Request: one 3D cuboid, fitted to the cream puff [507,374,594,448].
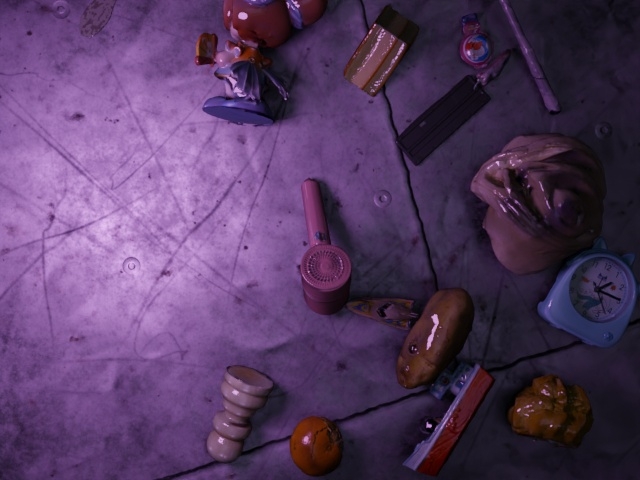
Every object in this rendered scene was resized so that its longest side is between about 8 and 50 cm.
[{"bbox_3d":[0.611,0.446,1.874,0.220,0.194,0.195,14,90,-8],"label":"cream puff"}]

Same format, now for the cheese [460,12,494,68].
[{"bbox_3d":[0.415,-0.533,1.905,0.095,0.038,0.145,-15,93,-3],"label":"cheese"}]

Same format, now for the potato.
[{"bbox_3d":[0.297,0.257,1.840,0.141,0.191,0.296,34,89,10],"label":"potato"}]

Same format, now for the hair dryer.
[{"bbox_3d":[0.000,0.000,1.846,0.125,0.210,0.353,-7,67,-2],"label":"hair dryer"}]

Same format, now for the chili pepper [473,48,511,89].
[{"bbox_3d":[0.466,-0.458,1.903,0.153,0.050,0.041,-41,95,-11],"label":"chili pepper"}]

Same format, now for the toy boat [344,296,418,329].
[{"bbox_3d":[0.156,0.182,1.874,0.210,0.066,0.085,10,95,-23],"label":"toy boat"}]

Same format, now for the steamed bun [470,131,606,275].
[{"bbox_3d":[0.569,-0.104,1.820,0.352,0.247,0.339,-34,91,2],"label":"steamed bun"}]

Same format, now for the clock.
[{"bbox_3d":[0.736,0.135,1.912,0.223,0.094,0.274,28,88,-4],"label":"clock"}]

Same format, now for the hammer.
[{"bbox_3d":[0.536,-0.526,1.888,0.044,0.152,0.427,-31,103,-6],"label":"hammer"}]

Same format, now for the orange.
[{"bbox_3d":[-0.013,0.537,1.867,0.156,0.134,0.157,5,83,-45],"label":"orange"}]

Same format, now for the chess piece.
[{"bbox_3d":[-0.223,0.462,1.860,0.133,0.133,0.243,20,97,-3],"label":"chess piece"}]

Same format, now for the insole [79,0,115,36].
[{"bbox_3d":[-0.571,-0.619,1.867,0.065,0.006,0.194,29,89,-3],"label":"insole"}]

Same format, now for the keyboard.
[{"bbox_3d":[0.291,-0.287,1.910,0.381,0.041,0.103,-42,92,-8],"label":"keyboard"}]

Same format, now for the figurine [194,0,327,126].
[{"bbox_3d":[-0.161,-0.499,1.779,0.248,0.276,0.388,7,86,40],"label":"figurine"}]

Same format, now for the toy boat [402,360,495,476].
[{"bbox_3d":[0.324,0.463,1.877,0.133,0.145,0.332,31,87,20],"label":"toy boat"}]

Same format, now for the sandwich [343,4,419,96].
[{"bbox_3d":[0.162,-0.506,1.906,0.117,0.144,0.187,34,125,-3],"label":"sandwich"}]
